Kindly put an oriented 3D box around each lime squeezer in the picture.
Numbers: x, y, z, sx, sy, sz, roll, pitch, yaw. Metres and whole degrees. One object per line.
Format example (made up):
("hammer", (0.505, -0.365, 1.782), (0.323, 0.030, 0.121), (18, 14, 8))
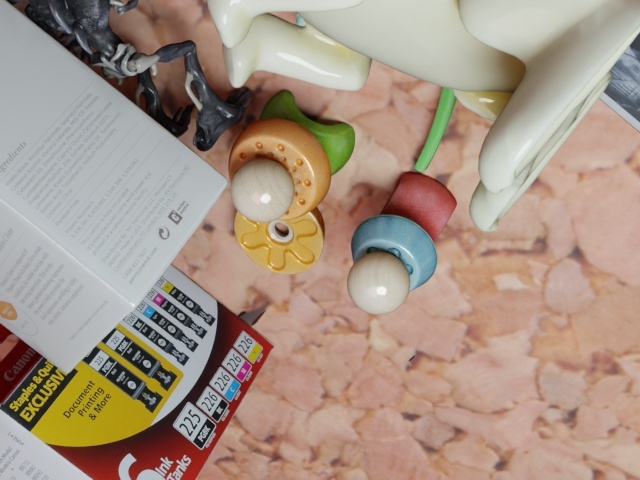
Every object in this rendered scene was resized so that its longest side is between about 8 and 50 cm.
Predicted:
("lime squeezer", (0.098, -0.194, 1.029), (0.110, 0.059, 0.310), (-4, 121, 23))

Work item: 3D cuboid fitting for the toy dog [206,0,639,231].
("toy dog", (0.064, -0.261, 0.840), (0.408, 0.284, 0.395), (38, 97, 8))

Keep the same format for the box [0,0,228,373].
("box", (-0.297, -0.067, 1.069), (0.345, 0.168, 0.215), (39, 145, -9))

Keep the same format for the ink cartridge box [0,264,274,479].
("ink cartridge box", (-0.238, 0.154, 1.230), (0.272, 0.309, 0.130), (38, 127, -6))

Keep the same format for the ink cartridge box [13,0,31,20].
("ink cartridge box", (-0.386, -0.276, 1.144), (0.218, 0.092, 0.158), (13, 126, 11))

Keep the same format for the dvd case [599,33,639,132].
("dvd case", (0.329, -0.160, 0.977), (0.239, 0.029, 0.179), (39, 128, -5))

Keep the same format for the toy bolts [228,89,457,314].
("toy bolts", (0.000, 0.000, 1.130), (0.228, 0.158, 0.218), (27, 127, 4))

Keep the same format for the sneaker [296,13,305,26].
("sneaker", (0.005, -0.234, 1.053), (0.069, 0.038, 0.098), (-3, 130, 22))

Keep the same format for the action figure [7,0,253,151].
("action figure", (-0.188, -0.211, 1.083), (0.164, 0.141, 0.275), (-11, 132, 30))
